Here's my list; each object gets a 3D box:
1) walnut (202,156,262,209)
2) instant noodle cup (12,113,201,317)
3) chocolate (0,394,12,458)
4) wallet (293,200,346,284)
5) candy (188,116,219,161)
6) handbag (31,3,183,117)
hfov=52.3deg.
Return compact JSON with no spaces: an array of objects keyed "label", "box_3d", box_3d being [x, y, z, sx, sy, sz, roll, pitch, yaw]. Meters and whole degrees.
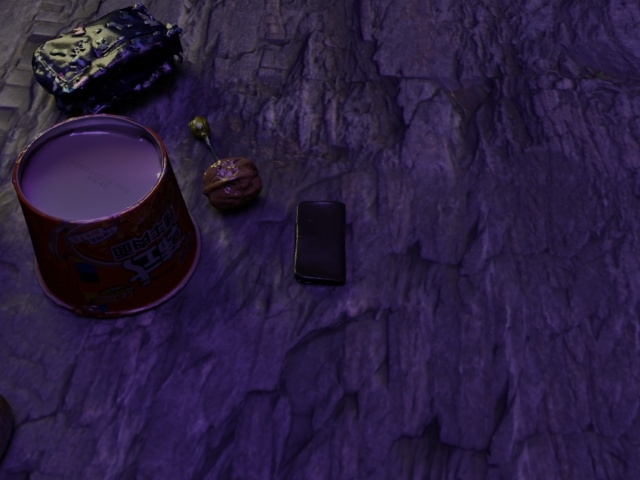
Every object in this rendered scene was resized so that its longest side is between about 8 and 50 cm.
[{"label":"walnut","box_3d":[-0.142,-0.091,1.038,0.096,0.082,0.078,-19,87,-8]},{"label":"instant noodle cup","box_3d":[-0.304,-0.042,0.921,0.251,0.192,0.250,1,54,-2]},{"label":"chocolate","box_3d":[-0.495,0.284,0.737,0.185,0.100,0.303,15,56,3]},{"label":"wallet","box_3d":[0.000,0.000,1.017,0.082,0.018,0.156,2,54,-3]},{"label":"candy","box_3d":[-0.190,-0.163,1.122,0.035,0.035,0.123,-28,69,-10]},{"label":"handbag","box_3d":[-0.374,-0.317,1.167,0.260,0.113,0.162,-37,58,-24]}]
